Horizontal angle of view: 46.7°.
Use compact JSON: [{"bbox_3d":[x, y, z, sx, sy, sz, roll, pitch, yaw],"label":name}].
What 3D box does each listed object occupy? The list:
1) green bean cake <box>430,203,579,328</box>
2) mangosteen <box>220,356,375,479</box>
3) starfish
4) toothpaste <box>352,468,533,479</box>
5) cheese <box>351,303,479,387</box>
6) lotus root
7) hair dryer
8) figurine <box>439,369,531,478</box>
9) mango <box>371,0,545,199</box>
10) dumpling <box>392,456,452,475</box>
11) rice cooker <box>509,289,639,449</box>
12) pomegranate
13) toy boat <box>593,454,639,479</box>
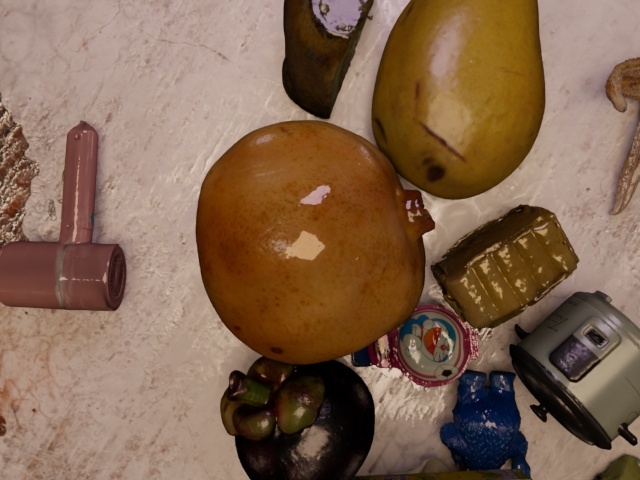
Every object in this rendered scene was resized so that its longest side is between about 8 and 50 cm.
[{"bbox_3d":[0.316,0.047,1.302,0.229,0.224,0.131,-34,96,4],"label":"green bean cake"},{"bbox_3d":[-0.049,0.318,1.291,0.287,0.287,0.233,12,92,0],"label":"mangosteen"},{"bbox_3d":[0.670,-0.248,1.330,0.398,0.132,0.384,-12,103,-15],"label":"starfish"},{"bbox_3d":[0.203,0.449,1.286,0.327,0.110,0.077,-4,84,5],"label":"toothpaste"},{"bbox_3d":[0.170,0.196,1.375,0.244,0.062,0.155,-4,90,20],"label":"cheese"},{"bbox_3d":[0.002,-0.360,1.258,0.149,0.260,0.267,20,94,0],"label":"lotus root"},{"bbox_3d":[-0.469,-0.049,1.367,0.210,0.125,0.353,2,84,2],"label":"hair dryer"},{"bbox_3d":[0.306,0.365,1.372,0.164,0.121,0.262,-11,94,0],"label":"figurine"},{"bbox_3d":[0.254,-0.291,1.285,0.301,0.220,0.445,21,90,1],"label":"mango"},{"bbox_3d":[0.190,0.470,1.390,0.169,0.100,0.134,34,90,-1],"label":"dumpling"},{"bbox_3d":[0.464,0.231,1.305,0.227,0.241,0.280,-42,59,0],"label":"rice cooker"},{"bbox_3d":[0.000,0.000,1.224,0.416,0.416,0.417,0,94,0],"label":"pomegranate"},{"bbox_3d":[0.529,0.533,1.400,0.111,0.084,0.276,43,94,0],"label":"toy boat"}]
